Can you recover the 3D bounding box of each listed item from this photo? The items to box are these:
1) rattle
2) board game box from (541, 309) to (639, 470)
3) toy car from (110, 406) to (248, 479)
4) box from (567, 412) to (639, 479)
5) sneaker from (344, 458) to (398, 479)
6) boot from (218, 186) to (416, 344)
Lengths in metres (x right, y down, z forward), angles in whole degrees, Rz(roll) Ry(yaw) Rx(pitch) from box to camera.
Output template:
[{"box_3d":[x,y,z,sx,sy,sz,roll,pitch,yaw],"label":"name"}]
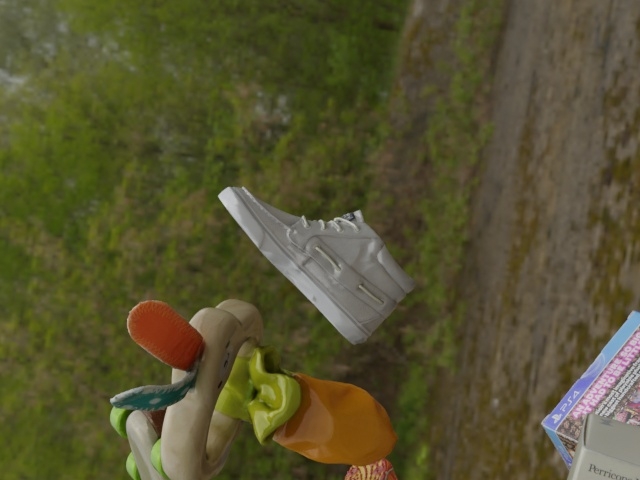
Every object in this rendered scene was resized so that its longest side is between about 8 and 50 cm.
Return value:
[{"box_3d":[-0.035,0.102,0.706,0.130,0.142,0.200,-51,-15,-19],"label":"rattle"},{"box_3d":[0.502,0.259,1.582,0.232,0.291,0.141,-46,-54,-17],"label":"board game box"},{"box_3d":[-0.144,0.248,1.461,0.155,0.188,0.149,25,135,54],"label":"toy car"},{"box_3d":[0.322,0.324,1.217,0.127,0.148,0.232,-30,-46,-71],"label":"box"},{"box_3d":[0.070,0.290,1.207,0.067,0.064,0.175,56,-177,-30],"label":"sneaker"},{"box_3d":[0.000,0.000,1.433,0.123,0.258,0.095,-44,5,0],"label":"boot"}]
